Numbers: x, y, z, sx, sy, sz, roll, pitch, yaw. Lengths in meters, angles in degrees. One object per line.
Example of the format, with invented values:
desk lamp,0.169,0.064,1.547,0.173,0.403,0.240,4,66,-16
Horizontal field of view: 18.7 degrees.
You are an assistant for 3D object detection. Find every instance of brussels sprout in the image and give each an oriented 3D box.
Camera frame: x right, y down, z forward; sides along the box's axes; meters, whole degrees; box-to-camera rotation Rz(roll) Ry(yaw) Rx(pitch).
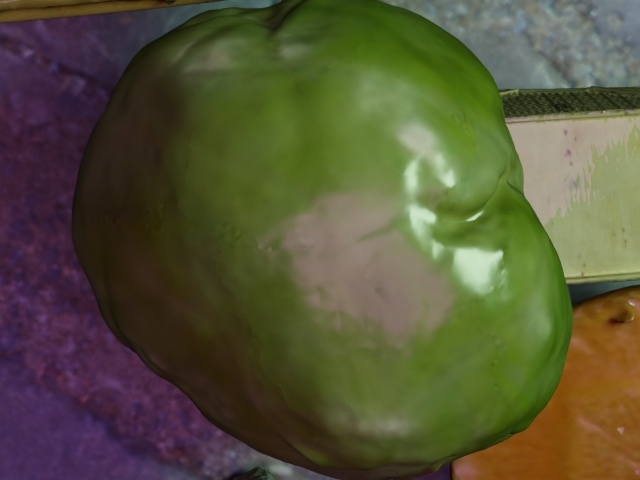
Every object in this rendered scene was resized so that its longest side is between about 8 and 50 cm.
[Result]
brussels sprout,-0.003,-0.007,1.091,0.242,0.316,0.274,-47,128,-14

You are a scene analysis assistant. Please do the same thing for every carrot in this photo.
carrot,0.236,0.146,1.208,0.307,0.100,0.258,1,104,19

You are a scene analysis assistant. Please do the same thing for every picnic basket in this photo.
picnic basket,0.150,-0.035,1.212,0.164,0.079,0.115,-2,104,-4

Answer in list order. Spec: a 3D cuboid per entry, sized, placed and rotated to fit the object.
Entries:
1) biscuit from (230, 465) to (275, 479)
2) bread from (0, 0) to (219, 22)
biscuit,-0.104,0.266,1.294,0.250,0.046,0.147,-32,104,6
bread,-0.130,-0.190,1.117,0.241,0.136,0.107,-5,106,-2
